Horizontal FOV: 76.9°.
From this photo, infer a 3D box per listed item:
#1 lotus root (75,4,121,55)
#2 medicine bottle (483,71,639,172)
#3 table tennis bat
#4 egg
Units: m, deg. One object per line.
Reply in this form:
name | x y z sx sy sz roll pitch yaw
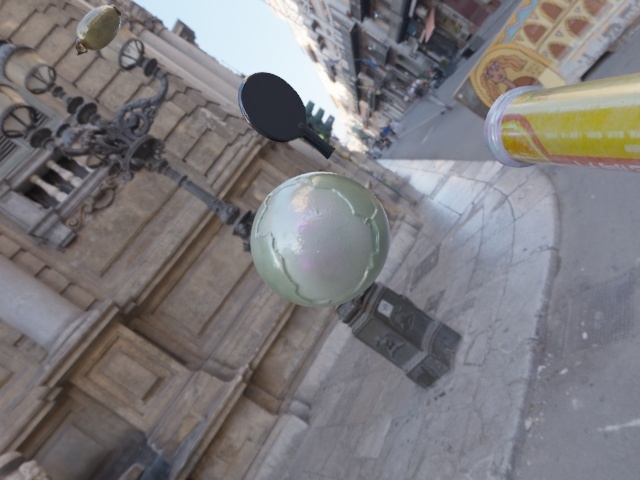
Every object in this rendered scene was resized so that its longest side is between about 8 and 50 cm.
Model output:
lotus root | -0.512 -0.485 0.929 0.150 0.062 0.073 -60 10 -17
medicine bottle | 0.298 -0.104 0.350 0.108 0.108 0.426 -56 13 8
table tennis bat | -0.064 -0.251 0.837 0.027 0.236 0.150 -21 40 53
egg | 0.000 0.000 0.823 0.278 0.278 0.336 -56 -4 19
